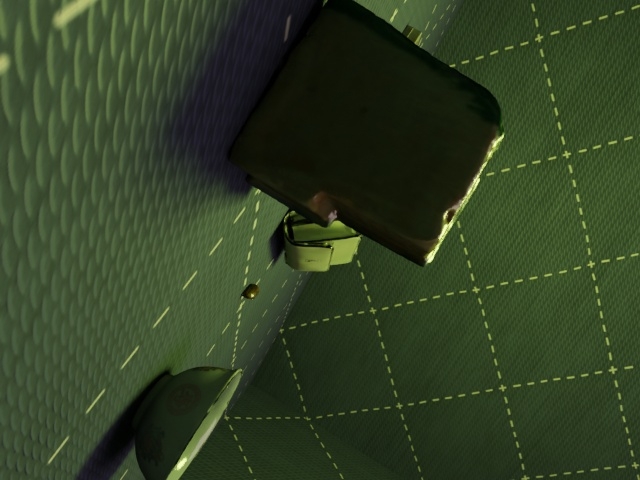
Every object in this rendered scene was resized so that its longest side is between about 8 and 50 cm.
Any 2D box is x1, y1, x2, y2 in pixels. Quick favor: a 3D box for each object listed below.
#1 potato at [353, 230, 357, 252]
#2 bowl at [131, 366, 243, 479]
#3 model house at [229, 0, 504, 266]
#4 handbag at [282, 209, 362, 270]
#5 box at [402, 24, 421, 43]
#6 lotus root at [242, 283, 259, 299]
[{"bbox_3d":[0.000,0.000,2.092,0.111,0.271,0.160,19,65,-52],"label":"potato"},{"bbox_3d":[-0.343,0.422,1.319,0.345,0.157,0.345,-59,174,-10],"label":"bowl"},{"bbox_3d":[0.098,-0.158,1.015,0.335,0.382,0.342,-57,170,-1],"label":"model house"},{"bbox_3d":[-0.006,-0.004,1.823,0.358,0.236,0.160,100,-18,-75],"label":"handbag"},{"bbox_3d":[0.262,-0.609,1.879,0.201,0.058,0.141,-58,175,-14],"label":"box"},{"bbox_3d":[-0.215,0.160,1.741,0.030,0.037,0.083,-66,173,21],"label":"lotus root"}]
